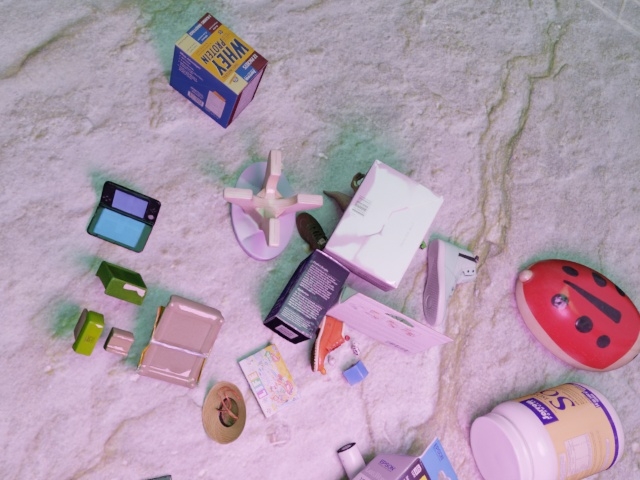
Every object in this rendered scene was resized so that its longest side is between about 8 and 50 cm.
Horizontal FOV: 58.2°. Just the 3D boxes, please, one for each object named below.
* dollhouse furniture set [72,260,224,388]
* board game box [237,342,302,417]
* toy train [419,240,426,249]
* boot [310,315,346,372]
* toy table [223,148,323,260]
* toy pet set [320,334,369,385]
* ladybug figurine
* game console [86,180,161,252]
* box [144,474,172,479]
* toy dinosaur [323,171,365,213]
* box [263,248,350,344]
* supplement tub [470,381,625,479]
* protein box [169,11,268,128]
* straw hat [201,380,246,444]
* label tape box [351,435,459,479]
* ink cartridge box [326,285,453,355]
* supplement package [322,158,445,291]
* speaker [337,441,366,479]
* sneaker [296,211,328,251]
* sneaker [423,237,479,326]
[{"bbox_3d":[-0.408,0.204,1.375,0.302,0.151,0.197,25,89,-29],"label":"dollhouse furniture set"},{"bbox_3d":[-0.127,0.351,1.447,0.104,0.026,0.154,-26,85,-23],"label":"board game box"},{"bbox_3d":[0.288,-0.012,1.694,0.024,0.017,0.083,-18,81,-32],"label":"toy train"},{"bbox_3d":[0.021,0.271,1.489,0.085,0.059,0.157,17,61,-7],"label":"boot"},{"bbox_3d":[-0.137,-0.096,1.497,0.252,0.161,0.274,-8,79,-20],"label":"toy table"},{"bbox_3d":[0.065,0.320,1.499,0.122,0.065,0.114,-31,86,-23],"label":"toy pet set"},{"bbox_3d":[0.789,0.215,1.719,0.450,0.162,0.305,30,68,-8],"label":"ladybug figurine"},{"bbox_3d":[-0.482,-0.058,1.414,0.144,0.124,0.085,22,43,-12],"label":"game console"},{"bbox_3d":[-0.368,0.582,1.306,0.067,0.018,0.083,-4,77,-20],"label":"box"},{"bbox_3d":[0.146,-0.064,1.608,0.296,0.127,0.200,16,77,-8],"label":"toy dinosaur"},{"bbox_3d":[-0.037,0.146,1.467,0.108,0.153,0.207,34,66,-6],"label":"box"},{"bbox_3d":[0.594,0.526,1.524,0.332,0.241,0.240,-9,78,-21],"label":"supplement tub"},{"bbox_3d":[-0.274,-0.442,1.524,0.200,0.201,0.136,38,67,-5],"label":"protein box"},{"bbox_3d":[-0.212,0.410,1.380,0.061,0.145,0.144,18,63,-59],"label":"straw hat"},{"bbox_3d":[0.176,0.656,1.376,0.348,0.115,0.249,-36,112,-26],"label":"label tape box"},{"bbox_3d":[0.172,0.197,1.473,0.275,0.239,0.060,27,62,-10],"label":"ink cartridge box"},{"bbox_3d":[0.154,-0.033,1.471,0.204,0.145,0.261,30,79,1],"label":"supplement package"},{"bbox_3d":[0.093,0.581,1.441,0.055,0.055,0.136,-22,83,-23],"label":"speaker"},{"bbox_3d":[0.000,0.000,1.563,0.066,0.071,0.188,-27,86,-23],"label":"sneaker"},{"bbox_3d":[0.383,0.129,1.645,0.151,0.094,0.255,14,72,-18],"label":"sneaker"}]
